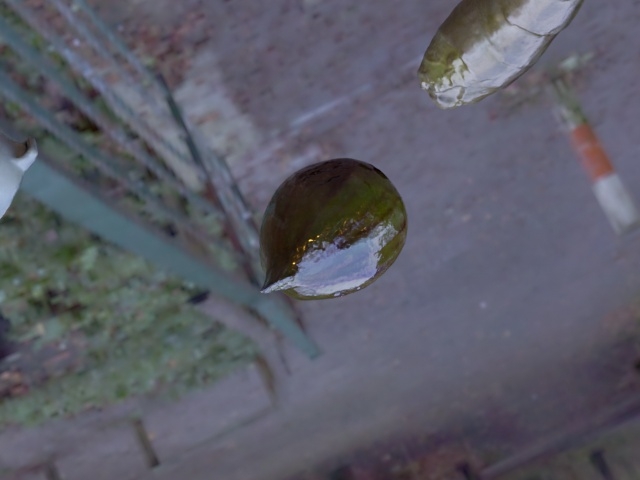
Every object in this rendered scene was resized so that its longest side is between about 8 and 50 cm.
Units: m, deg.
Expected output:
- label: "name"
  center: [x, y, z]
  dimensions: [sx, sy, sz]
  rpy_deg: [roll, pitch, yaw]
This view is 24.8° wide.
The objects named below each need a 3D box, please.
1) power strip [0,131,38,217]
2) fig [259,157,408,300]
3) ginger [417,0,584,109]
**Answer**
- label: "power strip"
  center: [-0.287, 0.027, 0.947]
  dimensions: [0.286, 0.080, 0.048]
  rpy_deg: [-43, 124, 18]
- label: "fig"
  center: [0.000, 0.000, 1.110]
  dimensions: [0.109, 0.103, 0.155]
  rpy_deg: [-32, -171, 34]
- label: "ginger"
  center: [0.204, -0.240, 1.576]
  dimensions: [0.116, 0.109, 0.263]
  rpy_deg: [14, 144, -22]
